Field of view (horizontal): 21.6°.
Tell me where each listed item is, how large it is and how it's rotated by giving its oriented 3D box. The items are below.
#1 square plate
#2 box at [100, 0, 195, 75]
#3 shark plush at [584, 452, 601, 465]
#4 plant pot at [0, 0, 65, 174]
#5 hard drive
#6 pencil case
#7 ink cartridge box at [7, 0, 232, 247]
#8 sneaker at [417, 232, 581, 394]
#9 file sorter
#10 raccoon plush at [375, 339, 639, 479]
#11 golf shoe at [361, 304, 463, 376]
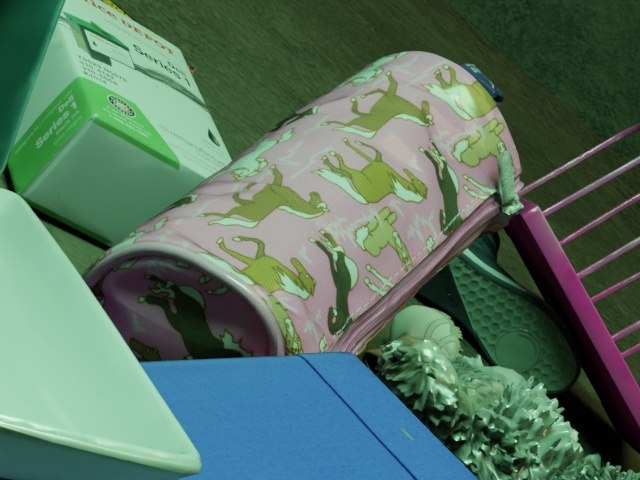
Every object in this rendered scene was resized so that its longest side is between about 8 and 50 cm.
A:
[{"bbox_3d":[-0.259,0.007,0.727,0.344,0.049,0.347,15,13,-27],"label":"square plate"},{"bbox_3d":[-0.179,-0.177,1.534,0.137,0.027,0.094,39,20,-13],"label":"box"},{"bbox_3d":[0.206,0.230,1.391,0.161,0.073,0.067,-51,124,-76],"label":"shark plush"},{"bbox_3d":[-0.284,-0.149,0.957,0.234,0.166,0.165,11,-10,46],"label":"plant pot"},{"bbox_3d":[-0.095,0.110,0.731,0.318,0.040,0.210,-1,21,-23],"label":"hard drive"},{"bbox_3d":[0.000,0.000,1.144,0.386,0.167,0.160,-39,104,-50],"label":"pencil case"},{"bbox_3d":[-0.163,-0.093,1.275,0.160,0.092,0.219,29,23,-39],"label":"ink cartridge box"},{"bbox_3d":[0.175,0.046,1.682,0.226,0.086,0.163,42,19,-3],"label":"sneaker"},{"bbox_3d":[0.324,0.047,1.634,0.291,0.182,0.202,60,1,-7],"label":"file sorter"},{"bbox_3d":[0.137,0.239,1.014,0.299,0.216,0.446,29,22,-15],"label":"raccoon plush"},{"bbox_3d":[0.072,0.098,1.390,0.086,0.069,0.176,29,21,-22],"label":"golf shoe"}]
